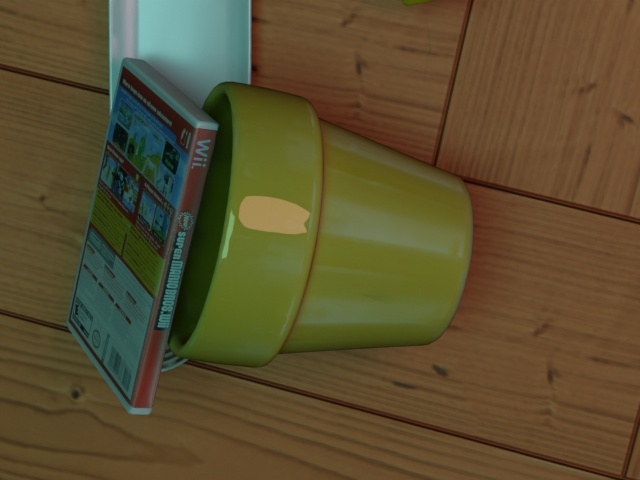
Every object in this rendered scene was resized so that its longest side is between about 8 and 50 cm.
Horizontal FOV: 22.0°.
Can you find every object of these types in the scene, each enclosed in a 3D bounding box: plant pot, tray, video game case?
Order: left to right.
[{"bbox_3d":[-0.173,-0.008,1.548,0.025,0.204,0.285,5,110,-28],"label":"video game case"},{"bbox_3d":[-0.135,-0.180,1.613,0.145,0.030,0.270,3,100,11],"label":"tray"},{"bbox_3d":[0.000,0.000,1.504,0.239,0.254,0.254,11,103,-16],"label":"plant pot"}]

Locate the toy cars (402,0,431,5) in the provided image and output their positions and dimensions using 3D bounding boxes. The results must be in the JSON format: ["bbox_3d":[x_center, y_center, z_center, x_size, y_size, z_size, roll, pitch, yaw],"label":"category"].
[{"bbox_3d":[0.020,-0.383,1.517,0.393,0.087,0.176,39,125,7],"label":"toy cars"}]

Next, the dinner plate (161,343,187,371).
[{"bbox_3d":[-0.177,0.064,1.669,0.141,0.017,0.141,2,101,11],"label":"dinner plate"}]
